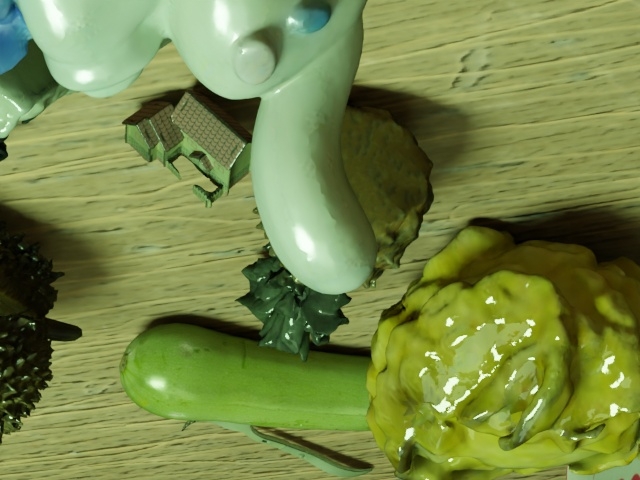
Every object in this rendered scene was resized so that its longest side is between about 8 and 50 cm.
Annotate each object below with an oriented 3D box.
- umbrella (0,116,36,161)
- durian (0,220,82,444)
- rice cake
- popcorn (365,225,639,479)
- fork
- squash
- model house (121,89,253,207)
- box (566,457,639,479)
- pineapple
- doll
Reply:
[{"bbox_3d":[-0.278,-0.064,1.345,0.235,0.059,0.066,-25,157,35],"label":"umbrella"},{"bbox_3d":[-0.267,0.069,1.436,0.196,0.196,0.167,21,157,-28],"label":"durian"},{"bbox_3d":[-0.132,-0.119,1.115,0.057,0.256,0.052,18,119,16],"label":"rice cake"},{"bbox_3d":[0.158,0.096,1.474,0.250,0.190,0.250,-4,143,-3],"label":"popcorn"},{"bbox_3d":[-0.033,0.185,1.766,0.219,0.028,0.034,21,134,-35],"label":"fork"},{"bbox_3d":[-0.047,0.120,1.611,0.250,0.083,0.083,9,146,-16],"label":"squash"},{"bbox_3d":[-0.090,-0.073,1.327,0.083,0.057,0.058,43,155,16],"label":"model house"},{"bbox_3d":[0.391,0.302,1.623,0.314,0.300,0.312,7,166,-10],"label":"box"},{"bbox_3d":[-0.001,0.001,1.398,0.128,0.128,0.248,7,153,-10],"label":"pineapple"},{"bbox_3d":[-0.113,-0.171,0.924,0.365,0.376,0.187,3,174,-10],"label":"doll"}]
